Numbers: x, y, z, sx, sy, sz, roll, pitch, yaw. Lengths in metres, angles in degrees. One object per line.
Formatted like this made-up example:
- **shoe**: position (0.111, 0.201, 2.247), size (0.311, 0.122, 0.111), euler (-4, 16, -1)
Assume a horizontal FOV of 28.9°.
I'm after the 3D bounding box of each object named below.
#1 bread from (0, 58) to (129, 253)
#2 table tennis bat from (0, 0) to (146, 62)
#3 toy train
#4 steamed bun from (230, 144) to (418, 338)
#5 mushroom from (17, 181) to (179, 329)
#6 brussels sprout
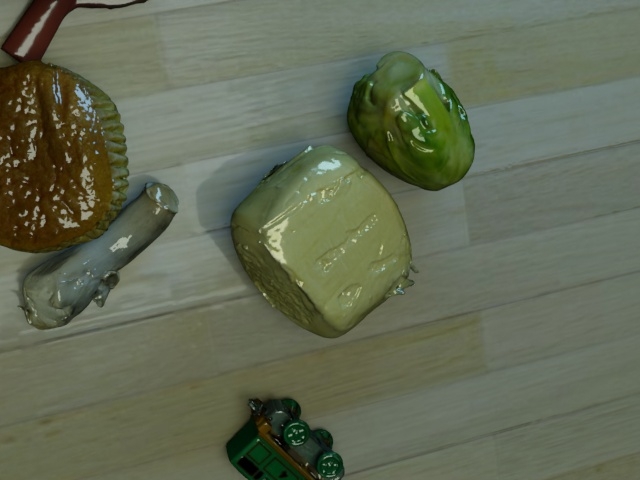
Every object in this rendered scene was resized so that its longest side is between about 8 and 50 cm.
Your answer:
- **bread**: position (-0.375, -0.110, 1.667), size (0.227, 0.142, 0.253), euler (-8, 91, 3)
- **table tennis bat**: position (-0.311, -0.424, 1.712), size (0.268, 0.051, 0.415), euler (32, 86, -19)
- **toy train**: position (-0.053, 0.335, 1.926), size (0.136, 0.091, 0.228), euler (-40, 112, 3)
- **steamed bun**: position (0.000, 0.000, 1.842), size (0.232, 0.166, 0.273), euler (-49, 117, -18)
- **mushroom**: position (-0.314, 0.021, 1.770), size (0.278, 0.099, 0.096), euler (-41, 154, -12)
- **brussels sprout**: position (0.136, -0.167, 1.835), size (0.161, 0.223, 0.223), euler (-36, 110, 7)
